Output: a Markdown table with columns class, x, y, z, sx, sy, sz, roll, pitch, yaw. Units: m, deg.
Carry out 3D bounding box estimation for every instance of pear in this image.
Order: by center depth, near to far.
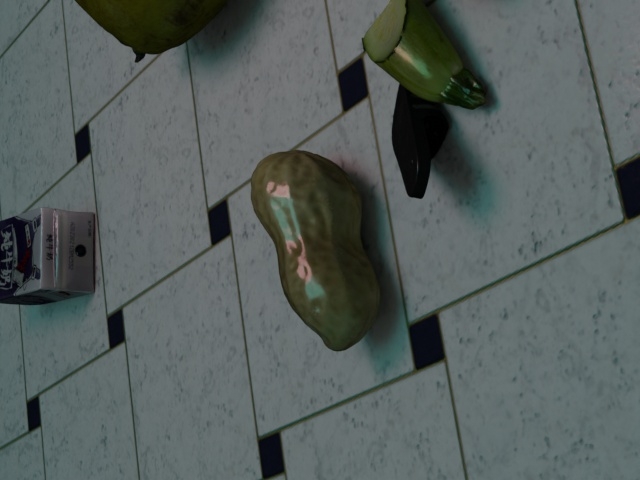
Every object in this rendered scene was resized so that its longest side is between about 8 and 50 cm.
| class | x | y | z | sx | sy | sz | roll | pitch | yaw |
| --- | --- | --- | --- | --- | --- | --- | --- | --- | --- |
| pear | -0.227 | -0.399 | 1.785 | 0.287 | 0.287 | 0.375 | 53 | 145 | 44 |

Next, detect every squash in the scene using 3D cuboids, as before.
| class | x | y | z | sx | sy | sz | roll | pitch | yaw |
| --- | --- | --- | --- | --- | --- | --- | --- | --- | --- |
| squash | 0.105 | -0.198 | 1.437 | 0.090 | 0.075 | 0.200 | -44 | 48 | 10 |

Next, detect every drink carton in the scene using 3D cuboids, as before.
| class | x | y | z | sx | sy | sz | roll | pitch | yaw |
| --- | --- | --- | --- | --- | --- | --- | --- | --- | --- |
| drink carton | -0.453 | 0.029 | 2.202 | 0.222 | 0.102 | 0.134 | -12 | 74 | 53 |

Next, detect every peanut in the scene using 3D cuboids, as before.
| class | x | y | z | sx | sy | sz | roll | pitch | yaw |
| --- | --- | --- | --- | --- | --- | --- | --- | --- | --- |
| peanut | 0.000 | 0.000 | 1.536 | 0.123 | 0.123 | 0.257 | -50 | 51 | 40 |

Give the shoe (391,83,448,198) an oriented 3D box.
| class | x | y | z | sx | sy | sz | roll | pitch | yaw |
| --- | --- | --- | --- | --- | --- | --- | --- | --- | --- |
| shoe | 0.110 | -0.105 | 1.440 | 0.179 | 0.049 | 0.071 | -98 | 16 | -53 |
